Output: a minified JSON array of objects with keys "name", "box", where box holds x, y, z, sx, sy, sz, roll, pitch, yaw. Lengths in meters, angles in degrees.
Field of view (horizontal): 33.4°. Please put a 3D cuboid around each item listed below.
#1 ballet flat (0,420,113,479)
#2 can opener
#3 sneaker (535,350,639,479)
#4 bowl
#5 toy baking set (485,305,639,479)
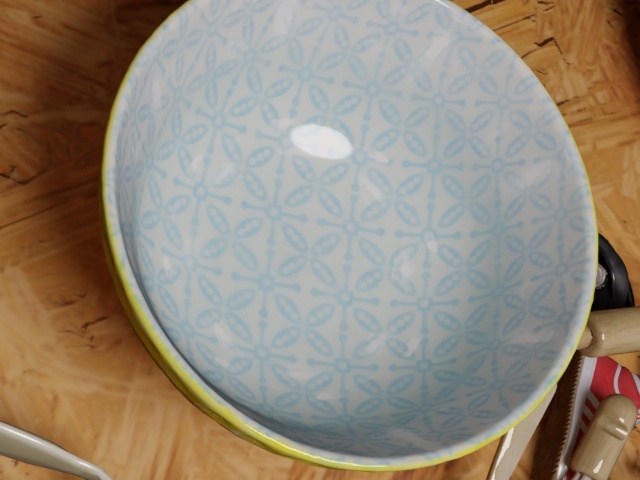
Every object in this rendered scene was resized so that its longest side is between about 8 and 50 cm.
[{"name":"ballet flat","box":[-0.139,0.198,0.526,0.483,0.164,0.182,38,47,-2]},{"name":"can opener","box":[0.170,-0.017,0.773,0.059,0.073,0.186,-26,76,13]},{"name":"sneaker","box":[0.190,0.132,0.726,0.067,0.042,0.118,26,62,-7]},{"name":"bowl","box":[0.000,0.000,0.637,0.289,0.156,0.289,7,69,-19]},{"name":"toy baking set","box":[0.191,0.138,0.687,0.256,0.030,0.197,1,90,-26]}]
